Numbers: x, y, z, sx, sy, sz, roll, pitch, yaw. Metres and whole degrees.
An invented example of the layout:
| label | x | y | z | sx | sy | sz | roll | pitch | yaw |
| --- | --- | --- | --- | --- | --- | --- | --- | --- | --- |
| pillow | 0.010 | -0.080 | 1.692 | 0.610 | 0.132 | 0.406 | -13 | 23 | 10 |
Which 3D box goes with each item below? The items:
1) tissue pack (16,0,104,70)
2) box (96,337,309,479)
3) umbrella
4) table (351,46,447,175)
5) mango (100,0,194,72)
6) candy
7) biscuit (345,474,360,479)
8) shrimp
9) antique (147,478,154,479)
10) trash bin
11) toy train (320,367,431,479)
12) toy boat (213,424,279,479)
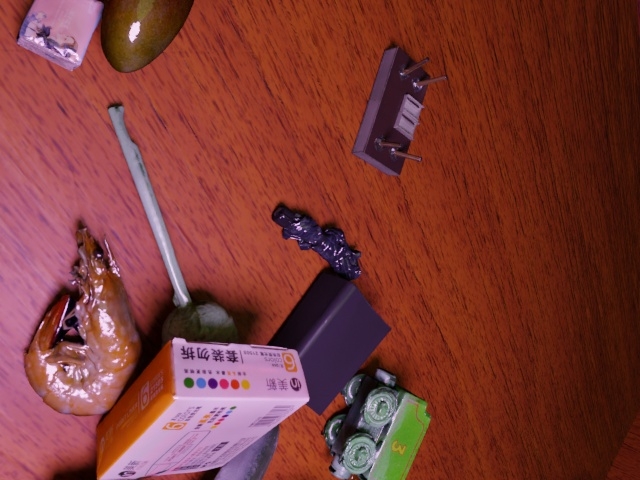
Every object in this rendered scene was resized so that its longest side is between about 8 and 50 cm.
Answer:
| label | x | y | z | sx | sy | sz | roll | pitch | yaw |
| --- | --- | --- | --- | --- | --- | --- | --- | --- | --- |
| tissue pack | -0.334 | -0.281 | 0.579 | 0.074 | 0.058 | 0.094 | 23 | 83 | -36 |
| box | -0.182 | 0.260 | 0.673 | 0.220 | 0.091 | 0.274 | 18 | 128 | -40 |
| umbrella | 0.001 | -0.002 | 0.884 | 0.224 | 0.071 | 0.080 | 35 | 37 | -30 |
| table | 0.177 | -0.271 | 0.947 | 0.121 | 0.111 | 0.240 | 21 | 84 | -39 |
| mango | -0.225 | -0.353 | 0.607 | 0.111 | 0.133 | 0.268 | 14 | 86 | -21 |
| candy | -0.239 | 0.016 | 0.690 | 0.119 | 0.119 | 0.440 | -26 | 105 | -32 |
| biscuit | 0.130 | 0.516 | 1.079 | 0.180 | 0.039 | 0.236 | 12 | 90 | -31 |
| shrimp | -0.345 | 0.126 | 0.642 | 0.152 | 0.063 | 0.287 | -12 | 106 | -24 |
| antique | -0.309 | 0.435 | 0.629 | 0.146 | 0.148 | 0.152 | 7 | 51 | -38 |
| trash bin | 0.008 | 0.205 | 0.892 | 0.225 | 0.115 | 0.165 | -51 | 123 | -18 |
| toy train | 0.124 | 0.410 | 0.975 | 0.188 | 0.132 | 0.243 | 30 | 80 | -20 |
| toy boat | -0.139 | 0.421 | 0.793 | 0.260 | 0.078 | 0.085 | -57 | 137 | -50 |
